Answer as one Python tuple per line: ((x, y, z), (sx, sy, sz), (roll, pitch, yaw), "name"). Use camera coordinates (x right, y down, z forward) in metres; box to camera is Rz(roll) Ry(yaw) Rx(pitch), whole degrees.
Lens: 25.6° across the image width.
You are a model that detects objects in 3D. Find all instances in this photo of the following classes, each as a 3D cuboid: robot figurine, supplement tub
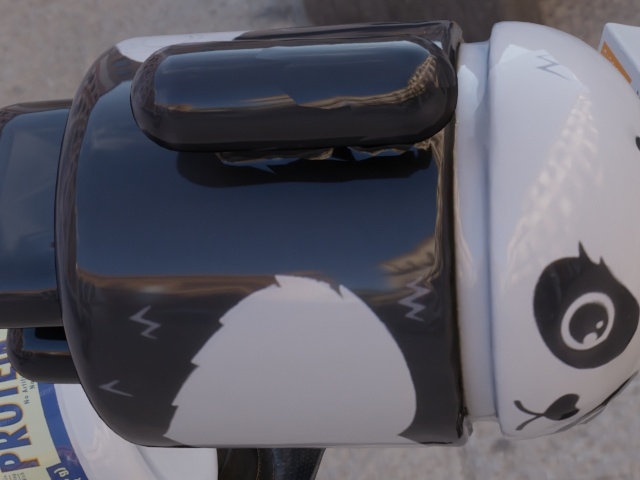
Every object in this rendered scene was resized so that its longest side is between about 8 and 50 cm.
((0.000, 0.001, 0.567), (0.278, 0.174, 0.209), (-2, 11, 10), "robot figurine")
((-0.277, 0.191, 1.208), (0.324, 0.235, 0.235), (-22, 37, 13), "supplement tub")

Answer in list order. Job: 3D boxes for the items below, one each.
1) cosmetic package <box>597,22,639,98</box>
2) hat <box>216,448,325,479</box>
((0.464, -0.075, 1.783), (0.161, 0.230, 0.453), (6, 31, -12), "cosmetic package")
((-0.156, 0.230, 1.397), (0.331, 0.134, 0.331), (-31, 34, 24), "hat")
